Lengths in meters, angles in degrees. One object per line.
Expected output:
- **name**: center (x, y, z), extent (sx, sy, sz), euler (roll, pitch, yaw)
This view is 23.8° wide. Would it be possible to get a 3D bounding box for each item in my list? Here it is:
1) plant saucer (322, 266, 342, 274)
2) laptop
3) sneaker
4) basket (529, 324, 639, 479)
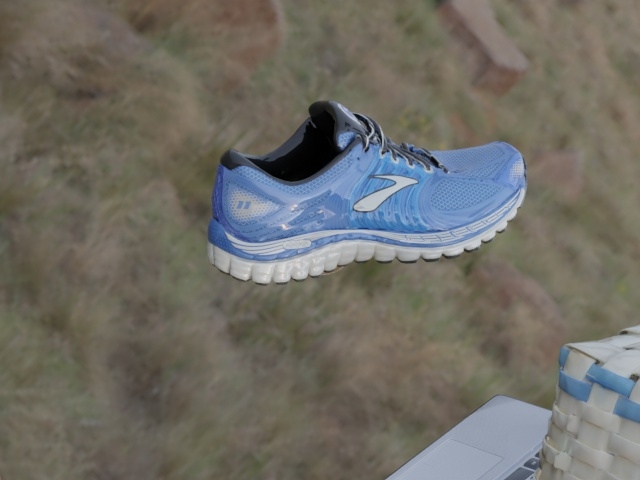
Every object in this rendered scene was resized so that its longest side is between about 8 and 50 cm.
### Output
- **plant saucer**: center (0.000, 0.000, 1.822), extent (0.083, 0.083, 0.015), euler (44, -6, -4)
- **laptop**: center (0.235, 0.208, 1.579), extent (0.408, 0.236, 0.382), euler (16, 32, 39)
- **sneaker**: center (0.052, -0.058, 1.431), extent (0.330, 0.147, 0.130), euler (-11, 23, -24)
- **basket**: center (0.268, 0.218, 1.069), extent (0.201, 0.289, 0.255), euler (-2, 14, -35)
